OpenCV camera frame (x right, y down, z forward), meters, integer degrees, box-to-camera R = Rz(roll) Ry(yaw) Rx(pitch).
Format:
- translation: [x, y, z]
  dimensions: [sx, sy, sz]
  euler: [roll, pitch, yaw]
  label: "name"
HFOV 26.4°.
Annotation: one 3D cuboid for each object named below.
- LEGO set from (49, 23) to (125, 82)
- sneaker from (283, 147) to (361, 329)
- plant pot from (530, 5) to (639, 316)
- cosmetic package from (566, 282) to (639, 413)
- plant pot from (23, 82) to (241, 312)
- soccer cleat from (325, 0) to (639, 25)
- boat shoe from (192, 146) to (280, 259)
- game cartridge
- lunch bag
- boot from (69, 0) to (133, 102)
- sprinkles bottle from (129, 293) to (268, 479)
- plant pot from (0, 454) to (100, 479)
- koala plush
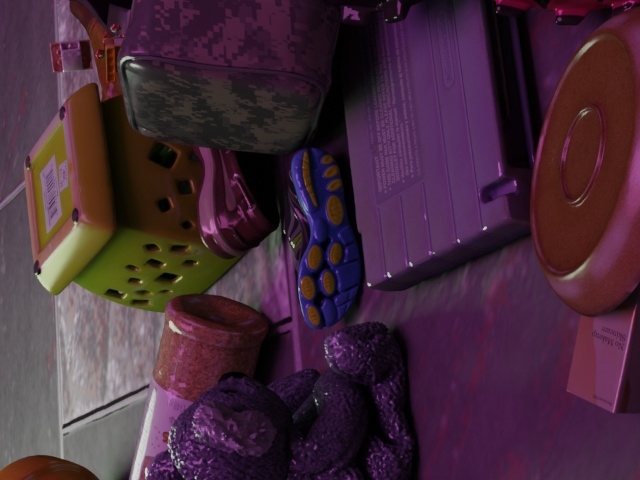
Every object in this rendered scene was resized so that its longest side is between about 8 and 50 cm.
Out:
- translation: [-0.187, -0.272, 1.638]
  dimensions: [0.287, 0.132, 0.107]
  euler: [-33, 35, 9]
  label: "LEGO set"
- translation: [0.000, 0.000, 1.416]
  dimensions: [0.078, 0.067, 0.188]
  euler: [122, 142, -72]
  label: "sneaker"
- translation: [0.206, -0.062, 1.019]
  dimensions: [0.236, 0.032, 0.236]
  euler: [-170, 90, -79]
  label: "plant pot"
- translation: [0.228, 0.068, 1.033]
  dimensions: [0.060, 0.041, 0.115]
  euler: [21, 104, 58]
  label: "cosmetic package"
- translation: [-0.234, -0.054, 1.660]
  dimensions: [0.227, 0.207, 0.228]
  euler: [-40, 55, 50]
  label: "plant pot"
- translation: [0.127, -0.257, 1.105]
  dimensions: [0.331, 0.116, 0.143]
  euler: [6, 76, 35]
  label: "soccer cleat"
- translation: [-0.088, -0.107, 1.555]
  dimensions: [0.095, 0.095, 0.258]
  euler: [-24, 62, 29]
  label: "boat shoe"
- translation: [0.101, -0.150, 1.259]
  dimensions: [0.230, 0.068, 0.355]
  euler: [-32, 59, 58]
  label: "game cartridge"
- translation: [-0.086, -0.243, 1.378]
  dimensions: [0.305, 0.212, 0.256]
  euler: [109, 170, -79]
  label: "lunch bag"
- translation: [-0.289, -0.202, 1.918]
  dimensions: [0.264, 0.096, 0.281]
  euler: [27, 117, 49]
  label: "boot"
- translation: [-0.156, 0.243, 1.574]
  dimensions: [0.121, 0.121, 0.356]
  euler: [37, 118, 55]
  label: "sprinkles bottle"
- translation: [-0.325, 0.396, 1.788]
  dimensions: [0.188, 0.205, 0.205]
  euler: [3, 89, 44]
  label: "plant pot"
- translation: [-0.044, 0.195, 1.297]
  dimensions: [0.196, 0.221, 0.203]
  euler: [-41, 53, 49]
  label: "koala plush"
